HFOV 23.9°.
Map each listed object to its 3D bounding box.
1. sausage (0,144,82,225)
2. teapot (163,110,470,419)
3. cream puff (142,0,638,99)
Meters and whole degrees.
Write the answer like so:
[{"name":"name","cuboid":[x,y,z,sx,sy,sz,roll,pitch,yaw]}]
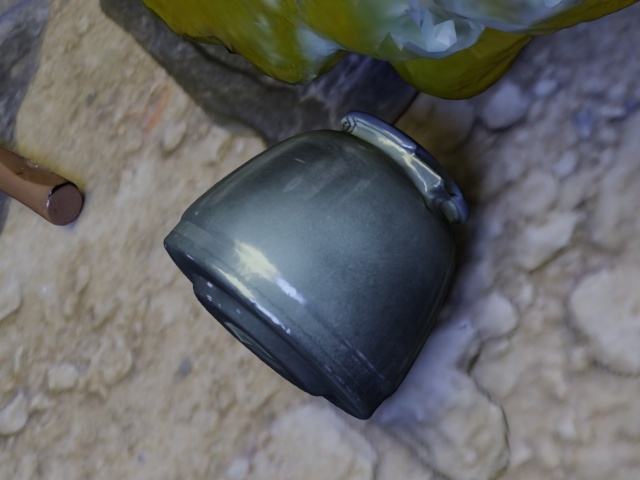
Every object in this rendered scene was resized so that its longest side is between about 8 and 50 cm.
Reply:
[{"name":"sausage","cuboid":[-0.172,-0.035,0.853,0.116,0.026,0.026,25,86,48]},{"name":"teapot","cuboid":[0.008,0.006,0.627,0.111,0.149,0.108,41,81,9]},{"name":"cream puff","cuboid":[0.043,-0.229,0.557,0.275,0.378,0.378,-41,36,-26]}]
